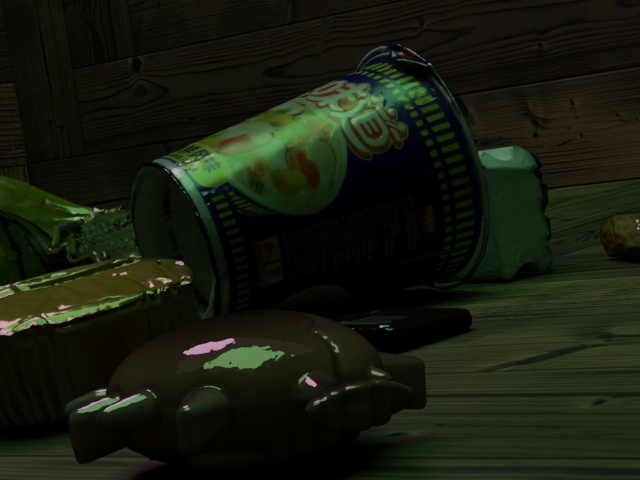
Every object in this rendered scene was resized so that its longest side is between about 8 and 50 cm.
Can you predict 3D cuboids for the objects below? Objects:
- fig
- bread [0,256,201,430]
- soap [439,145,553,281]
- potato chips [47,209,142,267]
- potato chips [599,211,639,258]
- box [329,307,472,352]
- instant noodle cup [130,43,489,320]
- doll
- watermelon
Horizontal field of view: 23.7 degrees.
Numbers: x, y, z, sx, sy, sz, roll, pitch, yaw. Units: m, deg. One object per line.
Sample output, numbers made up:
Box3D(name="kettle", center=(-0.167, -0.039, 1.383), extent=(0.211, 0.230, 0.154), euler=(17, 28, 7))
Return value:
Box3D(name="fig", center=(-0.456, 0.013, 2.128), extent=(0.314, 0.233, 0.233), euler=(5, 9, 27))
Box3D(name="bread", center=(-0.182, 0.083, 1.184), extent=(0.190, 0.114, 0.132), euler=(-20, 18, -25))
Box3D(name="soap", center=(0.150, -0.028, 1.808), extent=(0.094, 0.150, 0.261), euler=(-7, 1, -36))
Box3D(name="potato chips", center=(-0.149, 0.012, 1.926), extent=(0.358, 0.070, 0.429), euler=(9, 5, 12))
Box3D(name="potato chips", center=(0.440, -0.011, 1.620), extent=(0.080, 0.057, 0.407), euler=(6, -7, -41))
Box3D(name="box", center=(0.055, 0.077, 1.352), extent=(0.126, 0.027, 0.125), euler=(-5, 5, 41))
Box3D(name="instant noodle cup", center=(-0.023, -0.036, 1.629), extent=(0.312, 0.284, 0.284), euler=(-19, 8, -26))
Box3D(name="doll", center=(-0.040, 0.088, 0.885), extent=(0.211, 0.093, 0.262), euler=(-7, 2, -35))
Box3D(name="watermelon", center=(-0.461, 0.044, 1.896), extent=(0.330, 0.189, 0.331), euler=(-12, 1, 0))
